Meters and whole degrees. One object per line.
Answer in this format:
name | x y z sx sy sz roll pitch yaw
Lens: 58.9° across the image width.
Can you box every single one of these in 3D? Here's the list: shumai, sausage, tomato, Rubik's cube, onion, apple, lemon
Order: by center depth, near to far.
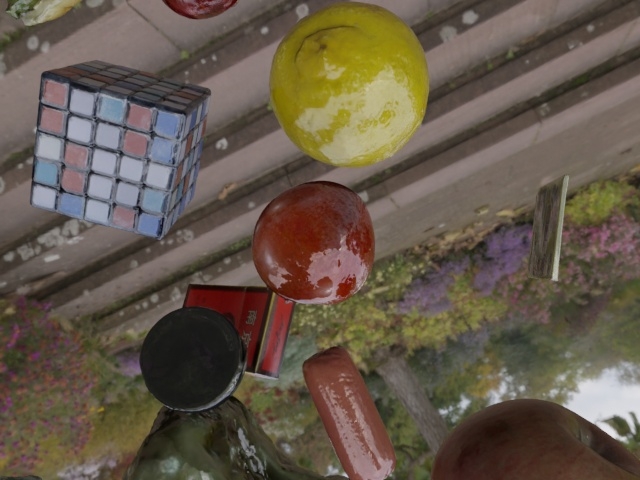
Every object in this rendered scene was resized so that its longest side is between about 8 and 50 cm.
sausage | 0.032 0.193 0.625 0.062 0.154 0.062 -24 173 -3
shumai | -0.068 0.366 0.690 0.323 0.324 0.397 14 165 5
onion | -0.147 -0.339 0.705 0.131 0.131 0.131 -23 171 -4
tomato | 0.000 0.000 0.745 0.167 0.167 0.167 -23 171 -4
apple | 0.355 0.394 0.871 0.269 0.344 0.345 -50 172 -4
lemon | 0.061 -0.308 1.161 0.347 0.348 0.348 -23 171 -4
Rubik's cube | -0.422 -0.209 1.243 0.291 0.293 0.287 16 -158 -6

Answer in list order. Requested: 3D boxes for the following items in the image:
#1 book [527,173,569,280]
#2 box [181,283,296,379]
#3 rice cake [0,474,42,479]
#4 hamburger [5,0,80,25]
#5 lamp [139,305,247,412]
book | 0.386 -0.017 0.967 0.013 0.168 0.192 7 179 10
box | -0.166 0.162 1.041 0.239 0.153 0.074 -1 154 38
rice cake | -0.333 0.276 0.501 0.069 0.063 0.206 11 -179 1
hamburger | -0.293 -0.356 0.664 0.207 0.155 0.135 -15 -171 16
lamp | -0.140 0.126 0.754 0.130 0.109 0.371 -10 180 1
